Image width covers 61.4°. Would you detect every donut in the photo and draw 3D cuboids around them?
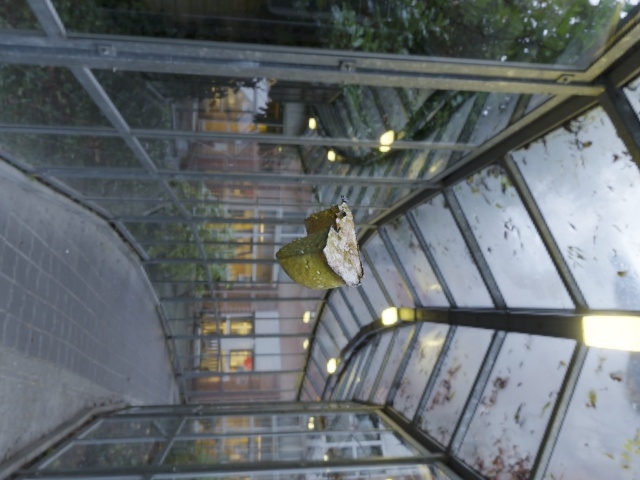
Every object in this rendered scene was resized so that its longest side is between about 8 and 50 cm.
[{"bbox_3d":[0.000,0.000,0.353,0.067,0.037,0.083,44,31,-46],"label":"donut"}]
